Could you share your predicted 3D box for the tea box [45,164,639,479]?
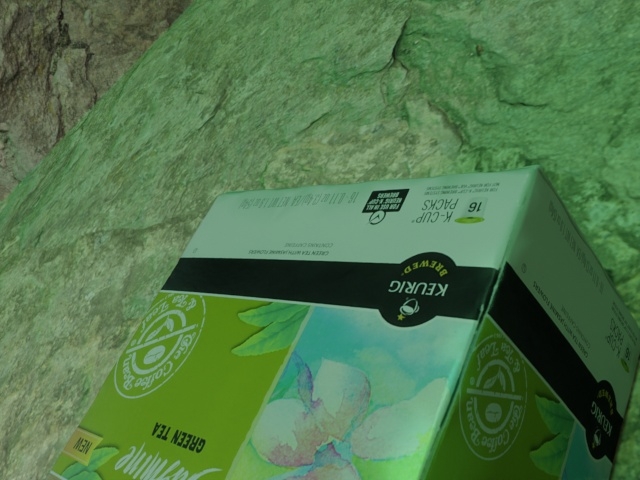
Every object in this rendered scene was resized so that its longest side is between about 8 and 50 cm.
[{"bbox_3d":[0.014,0.141,0.511,0.329,0.220,0.323,-1,54,45],"label":"tea box"}]
